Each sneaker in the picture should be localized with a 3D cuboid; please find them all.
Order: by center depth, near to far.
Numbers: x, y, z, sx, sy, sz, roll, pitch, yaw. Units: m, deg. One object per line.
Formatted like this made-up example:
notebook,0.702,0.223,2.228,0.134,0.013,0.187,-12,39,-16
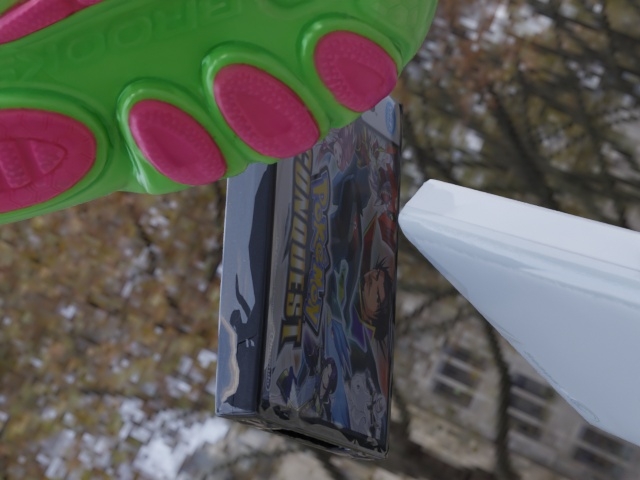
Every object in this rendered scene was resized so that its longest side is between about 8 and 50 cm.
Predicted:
sneaker,-0.190,-0.092,0.700,0.202,0.483,0.185,-95,-4,-58

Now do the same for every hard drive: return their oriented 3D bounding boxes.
hard drive,0.178,0.063,0.837,0.040,0.203,0.307,-49,23,-9

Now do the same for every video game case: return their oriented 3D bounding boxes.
video game case,0.000,0.000,1.129,0.248,0.035,0.275,33,-123,-65
